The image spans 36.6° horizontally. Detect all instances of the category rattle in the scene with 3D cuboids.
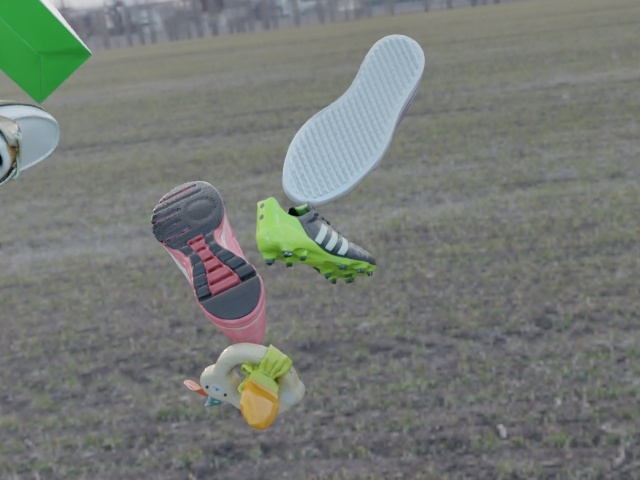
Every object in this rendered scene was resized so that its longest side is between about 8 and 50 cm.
[{"bbox_3d":[-0.129,0.231,1.346,0.200,0.130,0.142,-14,45,27],"label":"rattle"}]

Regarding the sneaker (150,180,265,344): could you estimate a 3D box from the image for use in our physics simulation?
[{"bbox_3d":[-0.166,0.042,1.459,0.116,0.136,0.314,-23,50,-8],"label":"sneaker"}]

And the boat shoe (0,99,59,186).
[{"bbox_3d":[-0.438,-0.110,1.257,0.103,0.113,0.302,16,25,25],"label":"boat shoe"}]

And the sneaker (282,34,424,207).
[{"bbox_3d":[0.043,-0.124,1.275,0.282,0.102,0.161,-51,-8,-26],"label":"sneaker"}]

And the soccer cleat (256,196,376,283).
[{"bbox_3d":[0.000,0.000,1.023,0.060,0.072,0.179,-21,-25,33],"label":"soccer cleat"}]

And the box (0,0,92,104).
[{"bbox_3d":[-0.512,-0.379,1.522,0.127,0.262,0.231,-43,41,-1],"label":"box"}]
